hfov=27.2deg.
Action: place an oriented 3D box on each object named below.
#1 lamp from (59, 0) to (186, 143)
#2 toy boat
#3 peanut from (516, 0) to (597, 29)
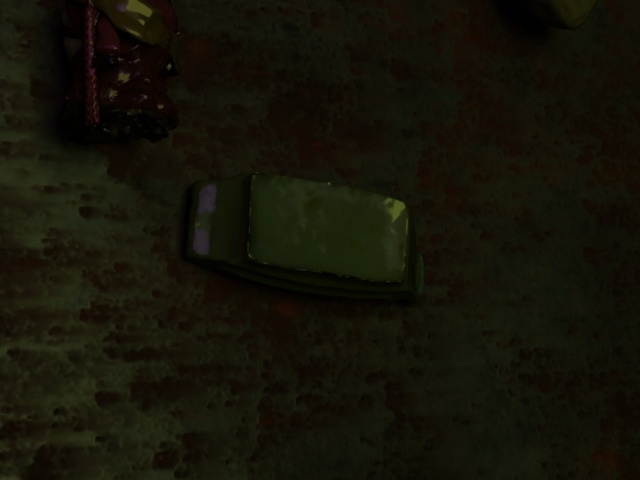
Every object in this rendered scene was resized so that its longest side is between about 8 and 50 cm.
[{"bbox_3d":[-0.183,-0.214,1.210,0.118,0.118,0.253,5,76,-33],"label":"lamp"},{"bbox_3d":[0.004,-0.001,1.297,0.276,0.084,0.111,13,68,-30],"label":"toy boat"},{"bbox_3d":[0.245,-0.394,1.535,0.149,0.149,0.313,-24,98,-36],"label":"peanut"}]
